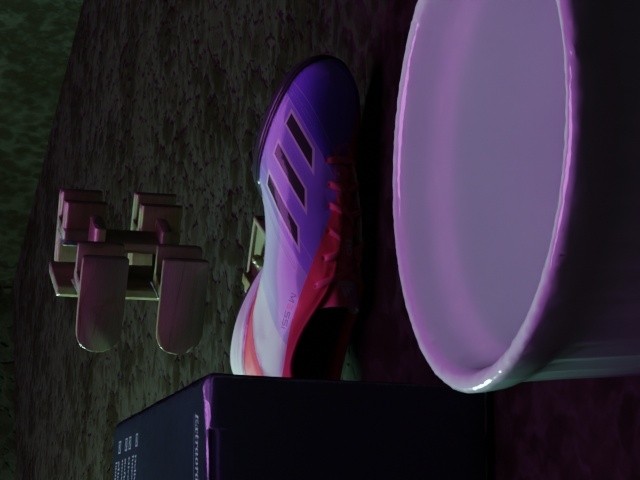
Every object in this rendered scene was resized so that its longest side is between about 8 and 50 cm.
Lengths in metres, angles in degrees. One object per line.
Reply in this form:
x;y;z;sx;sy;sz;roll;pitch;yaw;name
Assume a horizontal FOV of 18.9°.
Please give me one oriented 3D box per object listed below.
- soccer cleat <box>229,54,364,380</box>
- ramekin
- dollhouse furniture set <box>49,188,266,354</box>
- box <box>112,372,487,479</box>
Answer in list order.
0.000;0.000;1.676;0.116;0.109;0.318;27;112;49;soccer cleat
0.145;-0.052;1.064;0.277;0.135;0.277;-178;90;-75;ramekin
-0.140;0.062;1.862;0.212;0.242;0.161;-126;41;-67;dollhouse furniture set
-0.031;0.270;1.492;0.395;0.212;0.293;147;125;-72;box
